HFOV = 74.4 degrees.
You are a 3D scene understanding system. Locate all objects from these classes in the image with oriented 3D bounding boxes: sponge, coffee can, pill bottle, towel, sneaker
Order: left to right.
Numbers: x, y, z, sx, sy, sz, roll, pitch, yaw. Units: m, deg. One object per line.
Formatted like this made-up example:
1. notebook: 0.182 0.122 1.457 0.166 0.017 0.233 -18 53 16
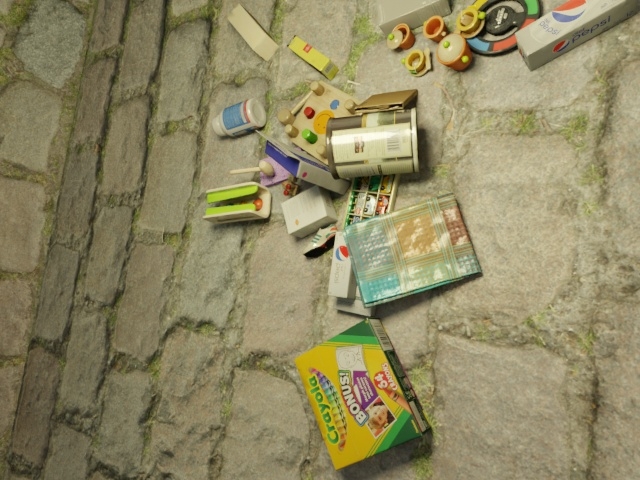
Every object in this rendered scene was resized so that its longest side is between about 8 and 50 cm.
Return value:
1. pill bottle: -0.352 -0.517 1.801 0.221 0.124 0.124 -9 76 29
2. sponge: -0.152 -0.292 1.690 0.210 0.031 0.117 -13 75 29
3. sneaker: 0.000 0.000 1.535 0.161 0.057 0.075 -34 47 24
4. coffee can: 0.173 -0.306 1.355 0.275 0.201 0.202 -2 79 15
5. towel: 0.269 0.030 1.300 0.370 0.040 0.272 -18 78 12

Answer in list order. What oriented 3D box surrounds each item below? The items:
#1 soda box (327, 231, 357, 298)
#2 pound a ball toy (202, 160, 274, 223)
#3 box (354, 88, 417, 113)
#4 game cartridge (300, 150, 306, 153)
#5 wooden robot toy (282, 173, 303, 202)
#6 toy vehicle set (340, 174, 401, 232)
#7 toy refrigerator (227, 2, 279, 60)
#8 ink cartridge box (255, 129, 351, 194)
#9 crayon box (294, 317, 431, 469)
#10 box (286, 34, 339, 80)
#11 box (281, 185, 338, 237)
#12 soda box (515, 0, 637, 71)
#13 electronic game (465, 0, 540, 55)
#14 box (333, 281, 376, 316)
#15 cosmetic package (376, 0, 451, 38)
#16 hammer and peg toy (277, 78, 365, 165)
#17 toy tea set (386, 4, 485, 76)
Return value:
1. soda box: 0.084 0.083 1.407 0.073 0.069 0.216 4 83 31
2. pound a ball toy: -0.312 -0.183 1.708 0.319 0.135 0.208 -5 74 31
3. box: 0.222 -0.466 1.407 0.164 0.201 0.021 2 119 26
4. game cartridge: -0.089 -0.308 1.607 0.083 0.017 0.056 -48 20 -1
5. wooden robot toy: -0.122 -0.213 1.616 0.079 0.076 0.173 32 111 32
6. toy vehicle set: 0.171 -0.121 1.456 0.165 0.035 0.267 11 86 32
7. toy refrigerator: -0.301 -0.916 1.860 0.094 0.102 0.270 -44 62 17
8. ink cartridge box: -0.058 -0.255 1.425 0.175 0.371 0.069 41 105 31
9. crayon box: 0.119 0.477 1.331 0.313 0.106 0.363 -34 65 22
10. box: -0.032 -0.724 1.668 0.058 0.087 0.232 -50 59 14
11. box: -0.042 -0.104 1.551 0.170 0.091 0.130 -24 69 25
12. soda box: 0.711 -0.609 1.184 0.286 0.098 0.091 -26 68 26
13. electronic game: 0.561 -0.691 1.321 0.229 0.048 0.229 -7 77 30
14. box: 0.128 0.153 1.430 0.145 0.038 0.186 8 84 32
15. cosmetic package: 0.320 -0.817 1.461 0.237 0.107 0.127 -11 78 26
16. hammer and peg toy: -0.016 -0.470 1.583 0.361 0.127 0.266 40 102 31
17. toy tea set: 0.353 -0.652 1.375 0.336 0.124 0.200 9 92 41
